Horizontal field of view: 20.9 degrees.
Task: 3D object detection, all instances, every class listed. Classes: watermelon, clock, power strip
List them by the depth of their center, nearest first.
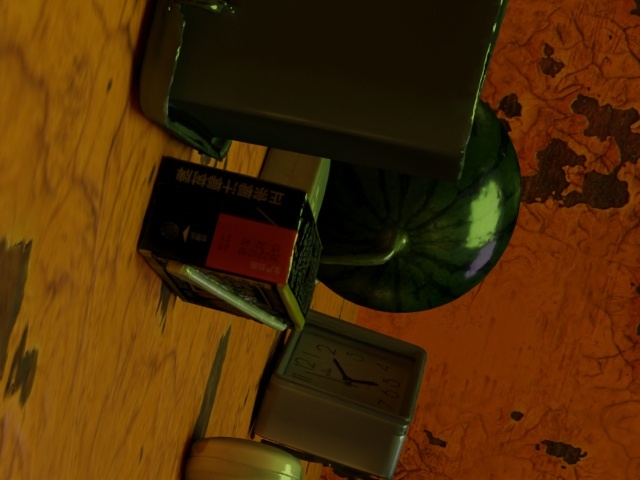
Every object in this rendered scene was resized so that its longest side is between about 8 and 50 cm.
[{"bbox_3d":[-0.018,-0.039,1.209,0.075,0.042,0.175,97,8,-54],"label":"power strip"},{"bbox_3d":[0.064,-0.035,1.341,0.215,0.188,0.188,-83,-175,-68],"label":"watermelon"},{"bbox_3d":[0.020,0.149,1.694,0.193,0.144,0.073,-67,176,-69],"label":"clock"}]

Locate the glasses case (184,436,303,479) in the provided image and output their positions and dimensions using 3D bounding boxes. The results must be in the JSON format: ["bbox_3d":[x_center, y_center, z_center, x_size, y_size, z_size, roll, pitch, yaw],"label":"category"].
[{"bbox_3d":[-0.053,0.175,1.228,0.204,0.081,0.051,97,6,-73],"label":"glasses case"}]

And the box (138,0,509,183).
[{"bbox_3d":[0.016,-0.106,0.761,0.243,0.135,0.163,45,60,-86],"label":"box"}]

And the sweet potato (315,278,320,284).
[{"bbox_3d":[0.000,0.000,1.523,0.068,0.060,0.206,66,32,-21],"label":"sweet potato"}]

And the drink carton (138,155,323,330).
[{"bbox_3d":[-0.040,0.006,0.846,0.166,0.071,0.056,71,31,-81],"label":"drink carton"}]
